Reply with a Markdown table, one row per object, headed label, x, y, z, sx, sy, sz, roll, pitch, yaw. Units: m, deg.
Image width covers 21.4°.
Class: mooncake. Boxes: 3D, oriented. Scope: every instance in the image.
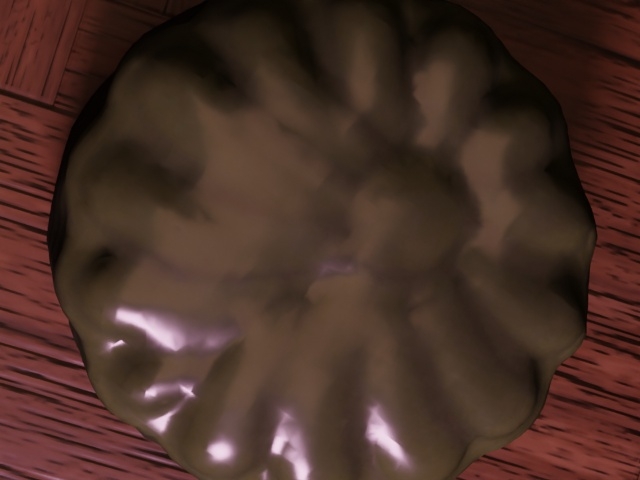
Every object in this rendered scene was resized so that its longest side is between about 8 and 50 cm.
| label | x | y | z | sx | sy | sz | roll | pitch | yaw |
| --- | --- | --- | --- | --- | --- | --- | --- | --- | --- |
| mooncake | 0.000 | 0.000 | 1.114 | 0.356 | 0.194 | 0.356 | -1 | 97 | -9 |
